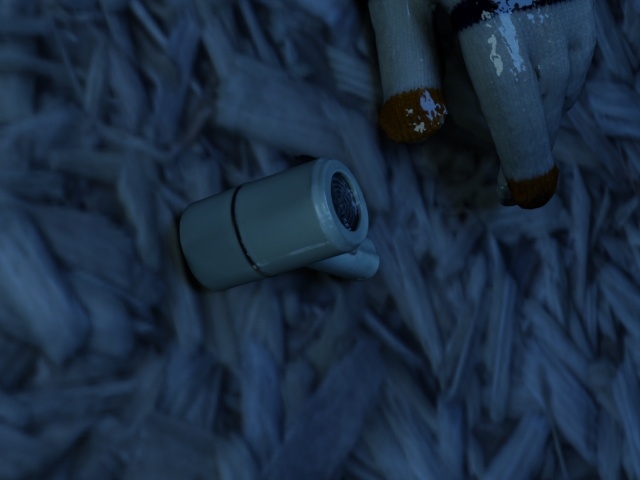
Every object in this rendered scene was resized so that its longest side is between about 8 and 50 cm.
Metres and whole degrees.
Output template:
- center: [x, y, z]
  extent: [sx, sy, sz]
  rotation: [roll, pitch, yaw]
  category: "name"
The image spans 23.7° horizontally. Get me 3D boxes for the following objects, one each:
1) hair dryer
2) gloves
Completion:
- center: [0.000, 0.000, 0.769]
  extent: [0.137, 0.082, 0.047]
  rotation: [19, 58, -59]
  category: "hair dryer"
- center: [0.107, -0.130, 0.899]
  extent: [0.140, 0.131, 0.219]
  rotation: [-2, 65, -45]
  category: "gloves"
